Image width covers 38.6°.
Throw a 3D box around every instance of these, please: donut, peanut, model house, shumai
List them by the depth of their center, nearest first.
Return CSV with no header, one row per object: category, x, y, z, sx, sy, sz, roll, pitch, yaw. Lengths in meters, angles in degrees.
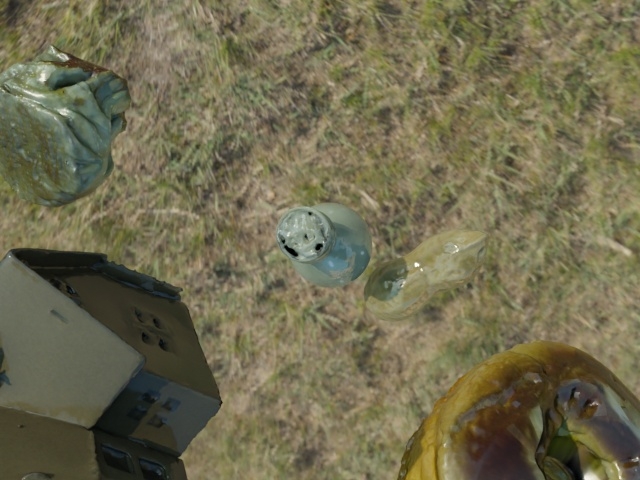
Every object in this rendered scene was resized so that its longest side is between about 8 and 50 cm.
model house,-0.219,0.118,0.624,0.243,0.204,0.211,30,103,-36
donut,0.227,0.259,0.943,0.330,0.330,0.160,31,145,-20
shumai,-0.303,-0.136,1.075,0.184,0.142,0.184,20,127,29
peanut,0.131,0.041,1.133,0.187,0.082,0.082,-31,115,23

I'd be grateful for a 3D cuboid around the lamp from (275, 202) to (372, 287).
lamp,0.000,0.000,1.075,0.106,0.193,0.106,-2,83,14
